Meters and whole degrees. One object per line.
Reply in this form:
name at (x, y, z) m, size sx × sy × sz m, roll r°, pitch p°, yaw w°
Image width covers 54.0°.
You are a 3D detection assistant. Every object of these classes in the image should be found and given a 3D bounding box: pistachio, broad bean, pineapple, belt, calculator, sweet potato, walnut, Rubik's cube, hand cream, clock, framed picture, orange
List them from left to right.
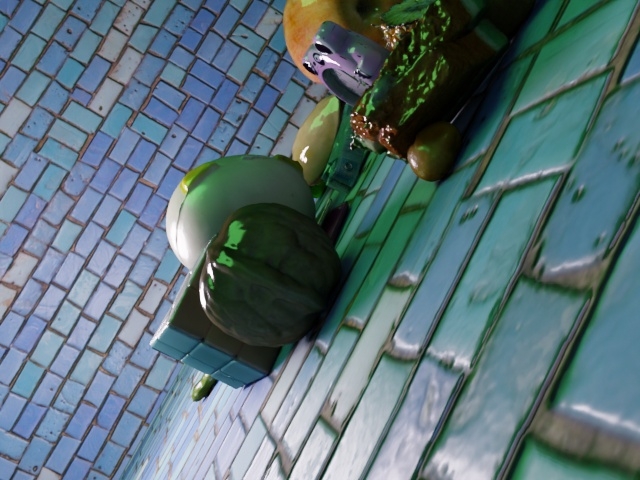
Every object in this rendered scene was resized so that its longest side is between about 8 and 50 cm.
broad bean at (-0.313, 0.387, 1.810) m, size 0.254 × 0.046 × 0.065 m, roll -55°, pitch 4°, yaw 21°
Rubik's cube at (-0.194, 0.156, 1.324) m, size 0.231 × 0.225 × 0.221 m, roll -41°, pitch 23°, yaw 59°
walnut at (-0.092, 0.059, 1.090) m, size 0.248 × 0.248 × 0.248 m, roll -58°, pitch 10°, yaw 15°
framed picture at (-0.030, 0.010, 1.395) m, size 0.173 × 0.010 × 0.231 m, roll -66°, pitch 4°, yaw -16°
calculator at (0.000, 0.000, 1.377) m, size 0.190 × 0.034 × 0.126 m, roll -48°, pitch 17°, yaw 56°
hand cream at (0.018, -0.219, 1.941) m, size 0.079 × 0.050 × 0.275 m, roll -23°, pitch 23°, yaw 31°
pistachio at (0.022, -0.272, 1.705) m, size 0.293 × 0.162 × 0.181 m, roll -50°, pitch 29°, yaw 34°
belt at (0.075, -0.245, 1.514) m, size 0.087 × 0.072 × 0.302 m, roll -32°, pitch 36°, yaw 57°
clock at (0.084, -0.354, 1.343) m, size 0.090 × 0.248 × 0.227 m, roll -59°, pitch 9°, yaw -9°
pineapple at (0.206, -0.384, 1.201) m, size 0.176 × 0.136 × 0.161 m, roll 1°, pitch 39°, yaw 34°
orange at (0.153, -0.123, 0.850) m, size 0.086 × 0.062 × 0.086 m, roll -57°, pitch 13°, yaw 20°
sweet potato at (0.256, -0.323, 0.901) m, size 0.269 × 0.075 × 0.074 m, roll 112°, pitch 180°, yaw -49°

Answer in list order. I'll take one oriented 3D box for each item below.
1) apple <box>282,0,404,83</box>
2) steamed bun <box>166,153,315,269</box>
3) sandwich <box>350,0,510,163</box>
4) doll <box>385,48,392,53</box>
apple at (0.085, -0.672, 1.928) m, size 0.391 × 0.392 × 0.346 m, roll -61°, pitch 7°, yaw -8°
steamed bun at (-0.192, -0.054, 1.556) m, size 0.374 × 0.333 × 0.334 m, roll -12°, pitch -26°, yaw -37°
sandwich at (0.145, -0.216, 0.881) m, size 0.292 × 0.109 × 0.212 m, roll -50°, pitch -8°, yaw 16°
doll at (0.177, -0.429, 1.610) m, size 0.089 × 0.102 × 0.179 m, roll 1°, pitch 45°, yaw 29°
